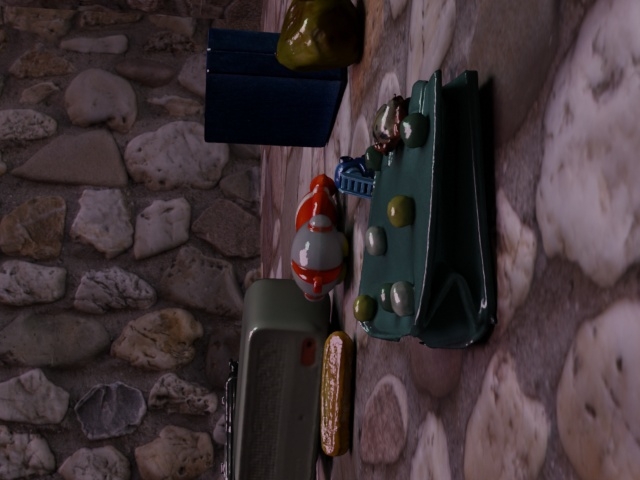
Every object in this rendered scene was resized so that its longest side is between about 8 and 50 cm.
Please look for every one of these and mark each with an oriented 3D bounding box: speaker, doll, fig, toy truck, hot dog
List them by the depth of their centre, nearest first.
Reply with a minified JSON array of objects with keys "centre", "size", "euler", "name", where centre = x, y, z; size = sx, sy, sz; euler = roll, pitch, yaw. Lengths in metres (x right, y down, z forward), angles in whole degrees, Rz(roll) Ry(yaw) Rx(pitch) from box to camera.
[{"centre":[0.064,-0.087,1.413],"size":[0.090,0.073,0.056],"euler":[-126,36,-55],"name":"toy truck"},{"centre":[0.030,0.261,1.634],"size":[0.066,0.047,0.215],"euler":[4,94,45],"name":"hot dog"},{"centre":[-0.003,-0.357,1.664],"size":[0.166,0.154,0.144],"euler":[-39,-5,35],"name":"fig"},{"centre":[0.000,0.000,1.754],"size":[0.336,0.105,0.200],"euler":[-87,3,-63],"name":"doll"},{"centre":[-0.076,0.295,1.856],"size":[0.184,0.183,0.406],"euler":[-91,6,-67],"name":"speaker"}]

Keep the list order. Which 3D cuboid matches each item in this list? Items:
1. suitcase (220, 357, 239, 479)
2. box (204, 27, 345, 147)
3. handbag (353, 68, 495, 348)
[{"centre":[-0.115,0.419,2.113],"size":[0.128,0.202,0.312],"euler":[82,-173,-75],"name":"suitcase"},{"centre":[-0.099,-0.299,1.898],"size":[0.279,0.261,0.116],"euler":[111,161,-68],"name":"box"},{"centre":[0.098,-0.021,1.017],"size":[0.269,0.100,0.274],"euler":[144,127,-81],"name":"handbag"}]
